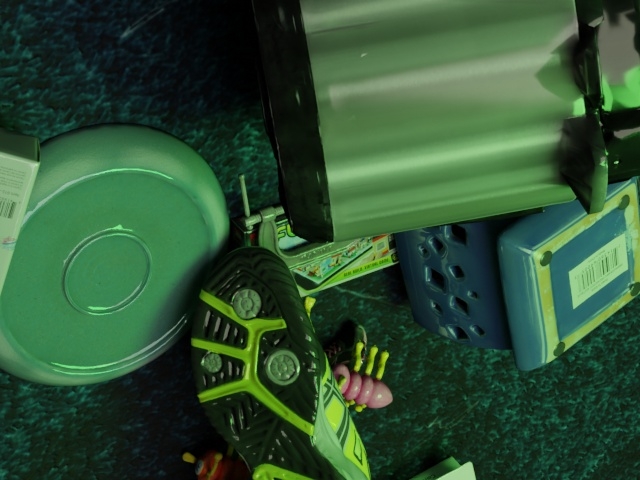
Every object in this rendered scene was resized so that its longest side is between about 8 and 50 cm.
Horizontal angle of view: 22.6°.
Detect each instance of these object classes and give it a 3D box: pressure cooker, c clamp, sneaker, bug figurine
[{"bbox_3d":[0.143,-0.197,1.522,0.420,0.375,0.370,-11,96,-1],"label":"pressure cooker"},{"bbox_3d":[-0.015,-0.027,1.774,0.160,0.022,0.137,-15,124,-24],"label":"c clamp"},{"bbox_3d":[0.011,0.149,1.937,0.057,0.047,0.119,25,101,-28],"label":"sneaker"},{"bbox_3d":[-0.032,0.206,1.895,0.216,0.072,0.279,15,109,-14],"label":"bug figurine"},{"bbox_3d":[-0.039,0.191,1.782,0.145,0.147,0.385,-14,96,13],"label":"sneaker"}]

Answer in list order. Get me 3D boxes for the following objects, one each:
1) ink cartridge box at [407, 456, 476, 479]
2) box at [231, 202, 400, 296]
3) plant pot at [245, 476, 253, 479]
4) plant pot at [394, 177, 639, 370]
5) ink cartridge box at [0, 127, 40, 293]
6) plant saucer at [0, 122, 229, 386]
[{"bbox_3d":[0.154,0.371,2.143,0.115,0.067,0.198,-26,130,-17],"label":"ink cartridge box"},{"bbox_3d":[0.000,0.000,1.840,0.207,0.036,0.114,-19,126,-22],"label":"box"},{"bbox_3d":[-0.075,0.397,1.909,0.165,0.165,0.234,18,145,-38],"label":"plant pot"},{"bbox_3d":[0.241,-0.003,1.852,0.236,0.212,0.236,-33,131,-25],"label":"plant pot"},{"bbox_3d":[-0.357,-0.026,1.551,0.127,0.072,0.175,15,110,-17],"label":"ink cartridge box"},{"bbox_3d":[-0.232,0.028,1.706,0.317,0.044,0.318,-16,125,-25],"label":"plant saucer"}]
